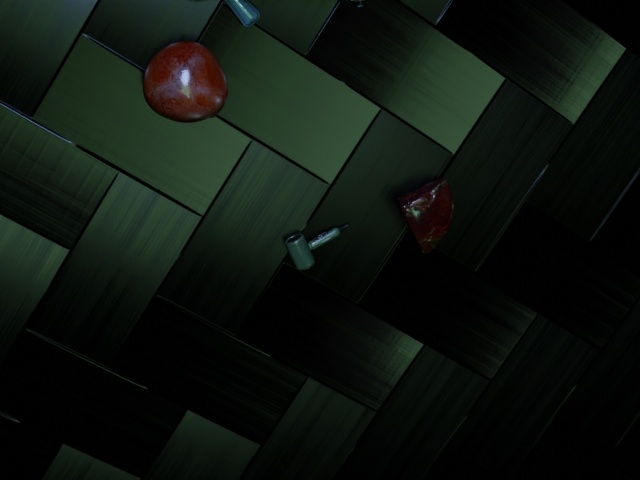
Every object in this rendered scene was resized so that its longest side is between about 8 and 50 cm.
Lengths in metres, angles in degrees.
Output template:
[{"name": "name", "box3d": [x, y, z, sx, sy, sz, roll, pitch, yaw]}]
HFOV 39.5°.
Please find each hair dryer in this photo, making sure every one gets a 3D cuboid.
[{"name": "hair dryer", "box3d": [0.000, 0.000, 1.945, 0.150, 0.047, 0.071, -30, 112, -12]}]

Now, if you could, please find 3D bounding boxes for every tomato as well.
[{"name": "tomato", "box3d": [-0.265, -0.306, 1.742, 0.167, 0.167, 0.167, -3, 107, -10]}]

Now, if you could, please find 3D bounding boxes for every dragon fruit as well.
[{"name": "dragon fruit", "box3d": [0.245, -0.045, 1.931, 0.121, 0.127, 0.161, -22, 109, 5]}]

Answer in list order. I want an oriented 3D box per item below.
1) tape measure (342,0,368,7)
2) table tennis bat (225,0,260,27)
[{"name": "tape measure", "box3d": [0.072, -0.521, 1.790, 0.091, 0.054, 0.094, 37, 90, -17]}, {"name": "table tennis bat", "box3d": [-0.211, -0.520, 1.747, 0.153, 0.040, 0.244, -44, 106, 0]}]
